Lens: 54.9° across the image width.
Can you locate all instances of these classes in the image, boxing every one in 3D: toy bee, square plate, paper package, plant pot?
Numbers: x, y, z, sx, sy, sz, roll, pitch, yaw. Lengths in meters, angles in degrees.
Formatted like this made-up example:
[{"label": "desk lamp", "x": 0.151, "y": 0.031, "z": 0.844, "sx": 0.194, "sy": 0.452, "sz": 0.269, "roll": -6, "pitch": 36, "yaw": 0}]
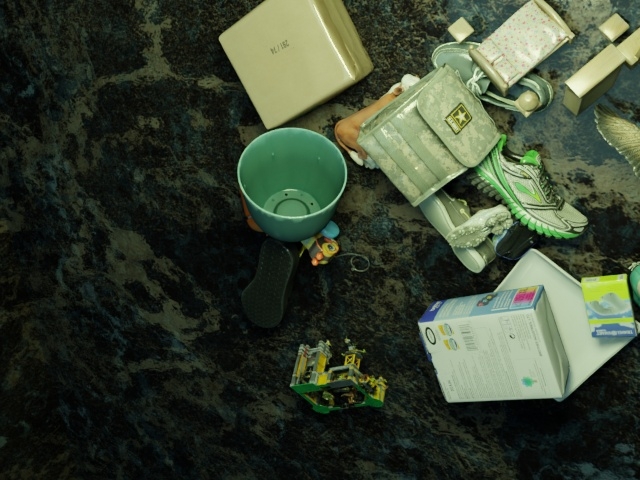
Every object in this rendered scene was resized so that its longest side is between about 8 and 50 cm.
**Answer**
[{"label": "toy bee", "x": 0.000, "y": 0.000, "z": 1.896, "sx": 0.298, "sy": 0.162, "sz": 0.195, "roll": 23, "pitch": 119, "yaw": 19}, {"label": "square plate", "x": 0.630, "y": 0.235, "z": 1.711, "sx": 0.347, "sy": 0.049, "sz": 0.344, "roll": 37, "pitch": 125, "yaw": 10}, {"label": "paper package", "x": -0.064, "y": -0.514, "z": 1.694, "sx": 0.324, "sy": 0.168, "sz": 0.310, "roll": -22, "pitch": 99, "yaw": 34}, {"label": "plant pot", "x": -0.079, "y": -0.130, "z": 1.745, "sx": 0.293, "sy": 0.293, "sz": 0.235, "roll": 32, "pitch": 155, "yaw": 14}]

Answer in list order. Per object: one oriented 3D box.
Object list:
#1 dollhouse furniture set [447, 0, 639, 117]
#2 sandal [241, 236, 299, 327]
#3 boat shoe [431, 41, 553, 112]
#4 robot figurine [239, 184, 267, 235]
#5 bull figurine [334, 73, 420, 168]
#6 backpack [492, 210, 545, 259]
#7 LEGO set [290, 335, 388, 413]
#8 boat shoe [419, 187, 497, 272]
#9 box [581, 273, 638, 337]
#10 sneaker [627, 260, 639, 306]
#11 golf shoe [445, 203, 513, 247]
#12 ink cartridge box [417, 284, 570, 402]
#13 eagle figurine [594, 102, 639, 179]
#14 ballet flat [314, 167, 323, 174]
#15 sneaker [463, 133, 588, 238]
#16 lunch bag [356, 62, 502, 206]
[{"label": "dollhouse furniture set", "x": 0.503, "y": -0.466, "z": 1.354, "sx": 0.303, "sy": 0.174, "sz": 0.356, "roll": -40, "pitch": 76, "yaw": 12}, {"label": "sandal", "x": -0.146, "y": 0.141, "z": 2.054, "sx": 0.167, "sy": 0.107, "sz": 0.446, "roll": 39, "pitch": 136, "yaw": 13}, {"label": "boat shoe", "x": 0.413, "y": -0.402, "z": 1.514, "sx": 0.319, "sy": 0.099, "sz": 0.116, "roll": 29, "pitch": 122, "yaw": 15}, {"label": "robot figurine", "x": -0.182, "y": -0.123, "z": 1.950, "sx": 0.158, "sy": 0.128, "sz": 0.220, "roll": -12, "pitch": 90, "yaw": 53}, {"label": "bull figurine", "x": 0.186, "y": -0.317, "z": 1.681, "sx": 0.310, "sy": 0.101, "sz": 0.188, "roll": -22, "pitch": 101, "yaw": 35}, {"label": "backpack", "x": 0.514, "y": -0.012, "z": 1.631, "sx": 0.105, "sy": 0.084, "sz": 0.114, "roll": 23, "pitch": 121, "yaw": -17}, {"label": "LEGO set", "x": 0.067, "y": 0.440, "z": 2.083, "sx": 0.331, "sy": 0.192, "sz": 0.255, "roll": -25, "pitch": 128, "yaw": 38}, {"label": "boat shoe", "x": 0.373, "y": -0.057, "z": 1.700, "sx": 0.305, "sy": 0.091, "sz": 0.109, "roll": 54, "pitch": 165, "yaw": 2}, {"label": "box", "x": 0.737, "y": 0.177, "z": 1.570, "sx": 0.109, "sy": 0.042, "sz": 0.178, "roll": -9, "pitch": 107, "yaw": 32}, {"label": "sneaker", "x": 0.859, "y": 0.168, "z": 1.528, "sx": 0.108, "sy": 0.121, "sz": 0.302, "roll": -32, "pitch": 113, "yaw": 15}, {"label": "golf shoe", "x": 0.414, "y": -0.039, "z": 1.616, "sx": 0.176, "sy": 0.086, "sz": 0.069, "roll": -21, "pitch": 119, "yaw": 20}, {"label": "ink cartridge box", "x": 0.452, "y": 0.296, "z": 1.719, "sx": 0.395, "sy": 0.151, "sz": 0.270, "roll": -14, "pitch": 103, "yaw": 33}, {"label": "eagle figurine", "x": 0.759, "y": -0.198, "z": 1.360, "sx": 0.225, "sy": 0.226, "sz": 0.298, "roll": -1, "pitch": 118, "yaw": 52}, {"label": "ballet flat", "x": -0.034, "y": -0.250, "z": 1.870, "sx": 0.206, "sy": 0.073, "sz": 0.067, "roll": 22, "pitch": 94, "yaw": 17}, {"label": "sneaker", "x": 0.529, "y": -0.133, "z": 1.550, "sx": 0.343, "sy": 0.134, "sz": 0.146, "roll": 39, "pitch": 124, "yaw": 9}, {"label": "lunch bag", "x": 0.274, "y": -0.266, "z": 1.530, "sx": 0.287, "sy": 0.169, "sz": 0.235, "roll": -36, "pitch": 108, "yaw": 22}]
